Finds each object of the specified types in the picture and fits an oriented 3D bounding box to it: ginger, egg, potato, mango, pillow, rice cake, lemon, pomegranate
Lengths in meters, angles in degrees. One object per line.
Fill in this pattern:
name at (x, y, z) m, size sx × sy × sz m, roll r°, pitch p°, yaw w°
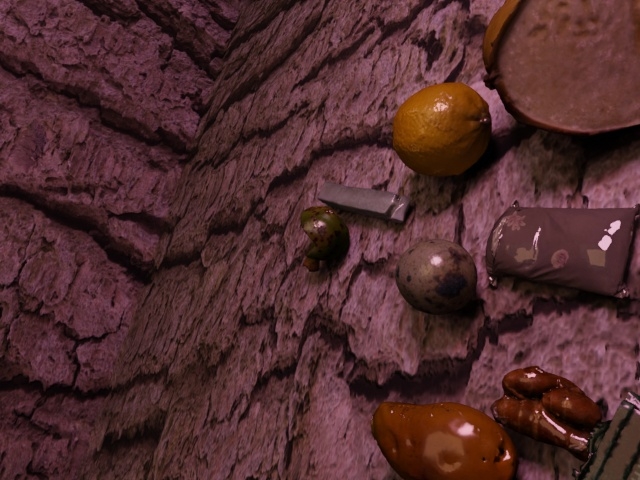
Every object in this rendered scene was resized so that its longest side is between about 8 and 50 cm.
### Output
ginger at (0.328, 0.238, 0.725) m, size 0.162 × 0.073 × 0.103 m, roll 14°, pitch 91°, yaw 50°
egg at (0.210, 0.067, 0.947) m, size 0.141 × 0.141 × 0.181 m, roll -65°, pitch 16°, yaw -6°
potato at (0.465, -0.357, 0.832) m, size 0.396 × 0.290 × 0.296 m, roll -17°, pitch 23°, yaw 31°
mango at (0.181, 0.317, 0.789) m, size 0.248 × 0.151 × 0.156 m, roll 10°, pitch 108°, yaw 53°
pillow at (0.381, 0.002, 0.835) m, size 0.255 × 0.059 × 0.169 m, roll 5°, pitch 68°, yaw 56°
rice cake at (0.103, -0.099, 1.284) m, size 0.336 × 0.062 × 0.066 m, roll 20°, pitch 86°, yaw 57°
lemon at (0.252, -0.228, 1.060) m, size 0.231 × 0.192 × 0.193 m, roll 4°, pitch 70°, yaw 57°
pomegranate at (0.013, -0.002, 1.292) m, size 0.143 × 0.122 × 0.169 m, roll -79°, pitch -13°, yaw -75°

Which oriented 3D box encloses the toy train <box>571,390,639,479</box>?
toy train at (0.356, 0.340, 0.554) m, size 0.178 × 0.138 × 0.331 m, roll 25°, pitch 88°, yaw 53°
